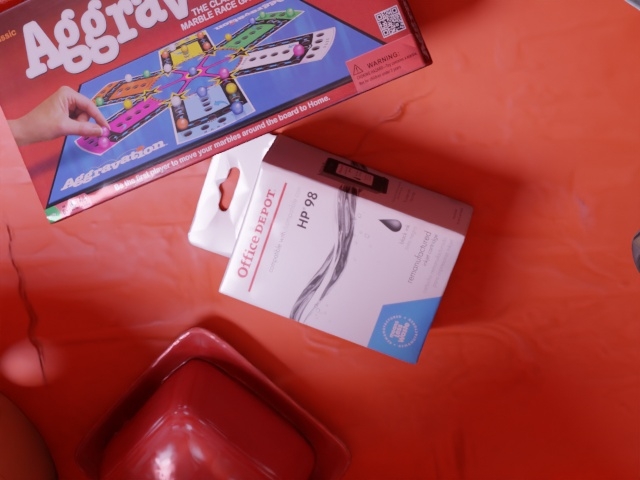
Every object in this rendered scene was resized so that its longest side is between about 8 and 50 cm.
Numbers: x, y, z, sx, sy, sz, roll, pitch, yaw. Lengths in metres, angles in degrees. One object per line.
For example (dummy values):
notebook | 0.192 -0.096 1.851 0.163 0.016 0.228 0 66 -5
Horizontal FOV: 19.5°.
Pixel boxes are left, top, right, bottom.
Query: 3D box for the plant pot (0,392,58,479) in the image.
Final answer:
plant pot | -0.308 0.220 1.320 0.290 0.203 0.291 3 112 8

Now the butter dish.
butter dish | -0.086 0.173 1.309 0.160 0.118 0.160 41 113 -7

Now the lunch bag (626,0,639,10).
lunch bag | 0.311 -0.209 0.992 0.160 0.223 0.262 55 133 28

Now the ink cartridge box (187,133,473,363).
ink cartridge box | 0.000 0.000 1.254 0.180 0.060 0.104 20 114 2

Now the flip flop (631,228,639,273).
flip flop | 0.318 -0.053 1.167 0.277 0.080 0.112 -33 144 8

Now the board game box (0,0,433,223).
board game box | -0.082 -0.128 1.217 0.281 0.027 0.145 -22 91 18
